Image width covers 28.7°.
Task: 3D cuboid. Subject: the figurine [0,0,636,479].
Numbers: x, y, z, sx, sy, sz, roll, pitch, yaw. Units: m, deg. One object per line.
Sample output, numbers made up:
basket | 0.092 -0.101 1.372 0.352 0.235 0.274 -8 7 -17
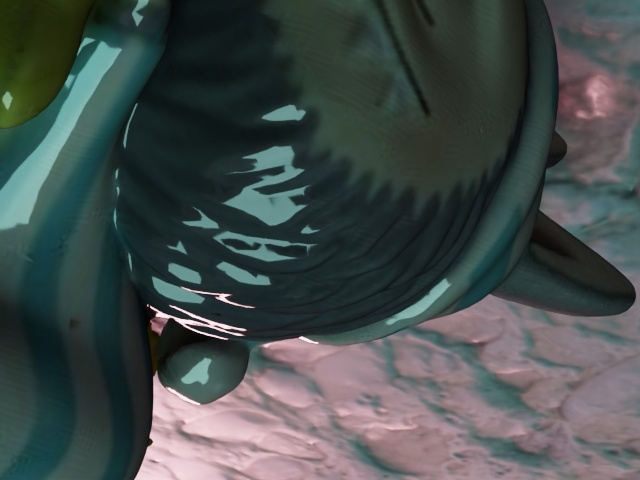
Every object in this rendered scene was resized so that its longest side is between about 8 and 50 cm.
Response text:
figurine | 0.000 0.000 0.550 0.378 0.361 0.266 20 -177 -21

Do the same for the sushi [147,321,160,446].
sushi | -0.346 0.113 0.905 0.351 0.240 0.396 -20 138 35
